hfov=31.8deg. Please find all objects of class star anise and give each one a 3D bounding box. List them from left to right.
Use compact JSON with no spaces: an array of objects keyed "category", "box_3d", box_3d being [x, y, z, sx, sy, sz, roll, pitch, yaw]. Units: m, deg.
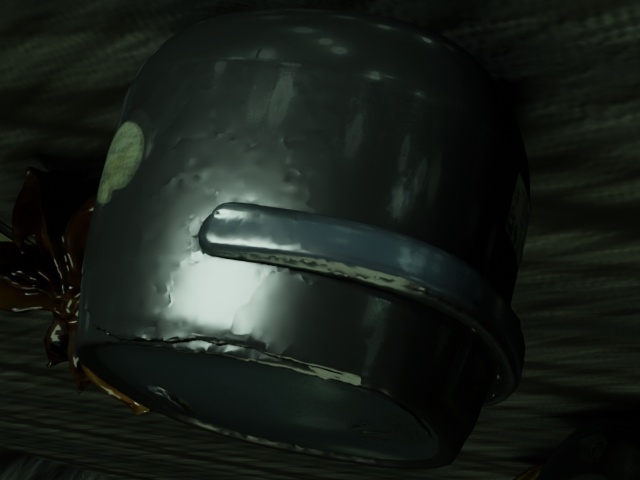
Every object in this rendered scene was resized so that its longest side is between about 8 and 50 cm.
[{"category":"star anise","box_3d":[-0.183,0.042,0.935,0.220,0.190,0.126,51,-163,9]}]

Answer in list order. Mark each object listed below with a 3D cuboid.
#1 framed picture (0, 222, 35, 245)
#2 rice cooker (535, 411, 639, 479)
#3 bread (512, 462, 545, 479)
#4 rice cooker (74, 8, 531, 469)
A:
[{"category":"framed picture","box_3d":[-0.364,0.017,1.209,0.195,0.010,0.199,1,156,29]},{"category":"rice cooker","box_3d":[0.366,0.335,1.216,0.316,0.264,0.317,-3,140,-3]},{"category":"bread","box_3d":[0.315,0.343,1.464,0.103,0.132,0.172,57,156,1]},{"category":"rice cooker","box_3d":[0.000,0.000,0.652,0.267,0.224,0.267,13,157,6]}]
